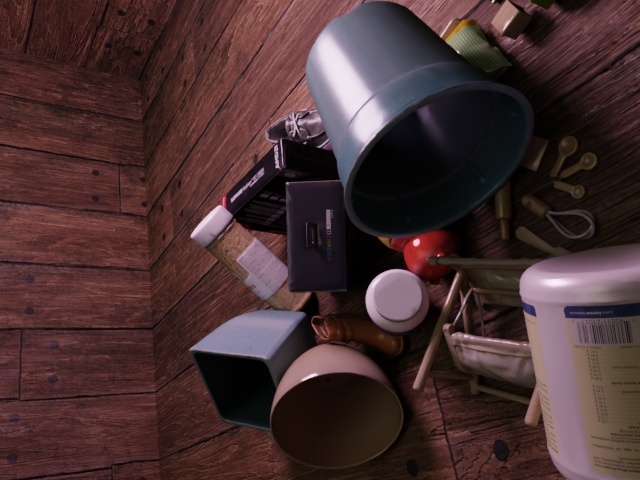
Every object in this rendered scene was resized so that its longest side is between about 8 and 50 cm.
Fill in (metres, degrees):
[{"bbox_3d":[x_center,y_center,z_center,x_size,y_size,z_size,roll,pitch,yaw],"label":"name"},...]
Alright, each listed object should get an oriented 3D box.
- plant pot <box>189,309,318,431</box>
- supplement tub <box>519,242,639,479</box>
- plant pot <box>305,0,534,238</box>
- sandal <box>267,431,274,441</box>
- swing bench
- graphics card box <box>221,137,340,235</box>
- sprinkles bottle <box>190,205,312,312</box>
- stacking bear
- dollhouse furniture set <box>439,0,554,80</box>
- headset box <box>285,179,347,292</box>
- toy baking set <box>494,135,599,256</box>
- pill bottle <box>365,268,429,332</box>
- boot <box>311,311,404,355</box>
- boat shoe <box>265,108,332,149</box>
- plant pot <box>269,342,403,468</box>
[{"bbox_3d":[-0.132,0.311,1.479,0.248,0.252,0.246,-1,118,32],"label":"plant pot"},{"bbox_3d":[0.395,0.178,0.717,0.235,0.236,0.324,-6,96,56],"label":"supplement tub"},{"bbox_3d":[0.142,-0.237,1.041,0.341,0.341,0.334,-56,45,36],"label":"plant pot"},{"bbox_3d":[-0.122,0.461,1.633,0.416,0.102,0.169,-137,43,-57],"label":"sandal"},{"bbox_3d":[0.313,0.155,0.960,0.253,0.165,0.254,0,80,57],"label":"swing bench"},{"bbox_3d":[-0.094,-0.131,1.556,0.371,0.233,0.094,-33,55,51],"label":"graphics card box"},{"bbox_3d":[-0.185,0.063,1.567,0.121,0.355,0.121,-44,12,12],"label":"sprinkles bottle"},{"bbox_3d":[0.185,-0.045,1.190,0.288,0.164,0.175,61,157,28],"label":"stacking bear"},{"bbox_3d":[0.268,-0.404,1.099,0.301,0.152,0.197,-56,35,36],"label":"dollhouse furniture set"},{"bbox_3d":[0.000,0.000,1.346,0.283,0.132,0.246,42,-133,-85],"label":"headset box"},{"bbox_3d":[0.385,-0.070,0.997,0.197,0.030,0.255,-4,82,56],"label":"toy baking set"},{"bbox_3d":[0.153,0.125,1.140,0.221,0.125,0.124,56,-150,-74],"label":"pill bottle"},{"bbox_3d":[0.083,0.215,1.303,0.197,0.153,0.072,15,97,57],"label":"boot"},{"bbox_3d":[-0.047,-0.309,1.616,0.335,0.119,0.120,-12,75,56],"label":"boat shoe"},{"bbox_3d":[0.028,0.344,1.294,0.191,0.284,0.284,-99,29,-61],"label":"plant pot"}]
